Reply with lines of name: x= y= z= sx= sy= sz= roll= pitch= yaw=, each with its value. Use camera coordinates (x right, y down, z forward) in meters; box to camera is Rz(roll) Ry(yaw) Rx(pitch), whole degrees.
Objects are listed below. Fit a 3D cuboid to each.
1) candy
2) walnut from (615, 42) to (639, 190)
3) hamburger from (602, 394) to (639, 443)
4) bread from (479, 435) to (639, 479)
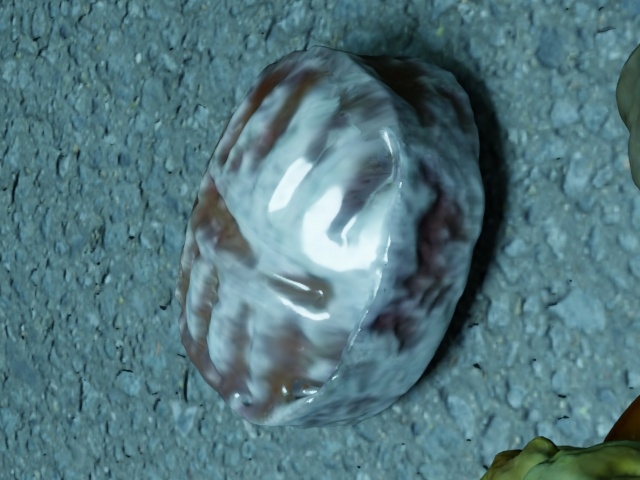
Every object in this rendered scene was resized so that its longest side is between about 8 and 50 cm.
candy: x=0.000 y=0.000 z=1.135 sx=0.214 sy=0.157 sz=0.290 roll=37 pitch=113 yaw=41
walnut: x=0.280 y=-0.071 z=0.862 sx=0.224 sy=0.224 sz=0.224 roll=-1 pitch=88 yaw=42
hamburger: x=0.305 y=0.185 z=0.794 sx=0.330 sy=0.250 sz=0.330 roll=12 pitch=106 yaw=47
bread: x=0.125 y=0.219 z=0.718 sx=0.152 sy=0.130 sz=0.268 roll=15 pitch=109 yaw=56
